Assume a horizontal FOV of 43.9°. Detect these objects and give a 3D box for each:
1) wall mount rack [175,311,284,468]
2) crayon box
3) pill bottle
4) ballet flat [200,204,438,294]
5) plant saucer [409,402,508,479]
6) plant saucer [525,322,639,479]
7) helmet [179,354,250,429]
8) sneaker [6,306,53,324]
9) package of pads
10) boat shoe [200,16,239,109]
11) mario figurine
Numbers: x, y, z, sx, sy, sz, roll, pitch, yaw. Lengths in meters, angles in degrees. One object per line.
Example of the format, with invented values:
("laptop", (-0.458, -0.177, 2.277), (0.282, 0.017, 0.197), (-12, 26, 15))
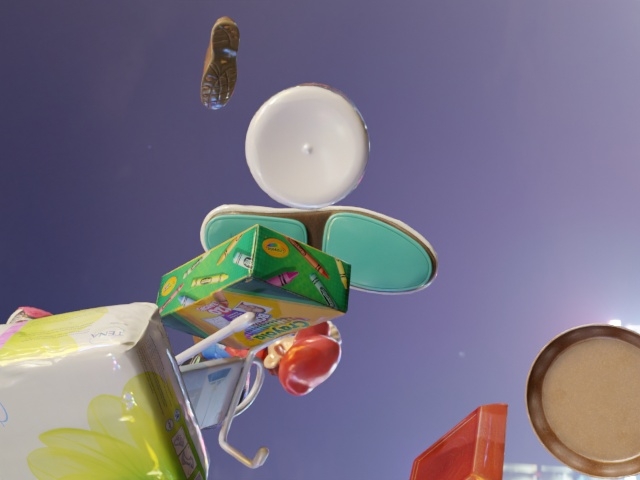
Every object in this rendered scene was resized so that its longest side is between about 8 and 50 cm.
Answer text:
("wall mount rack", (-0.132, 0.214, 1.173), (0.350, 0.130, 0.304), (0, -67, -60))
("crayon box", (-0.106, 0.078, 1.167), (0.165, 0.278, 0.081), (23, -121, -31))
("pill bottle", (-0.011, -0.118, 0.927), (0.246, 0.130, 0.131), (-86, -14, -78))
("ballet flat", (0.000, 0.000, 1.351), (0.139, 0.400, 0.139), (8, -90, -86))
("plant saucer", (0.241, 0.436, 1.488), (0.047, 0.258, 0.259), (40, -152, -4))
("plant saucer", (0.314, 0.177, 0.881), (0.029, 0.168, 0.169), (16, -108, -62))
("helmet", (-0.242, 0.326, 1.706), (0.162, 0.169, 0.169), (-59, -44, -44))
("sneaker", (-0.482, 0.250, 1.269), (0.112, 0.120, 0.299), (-66, -7, -77))
("package of pads", (-0.292, 0.195, 0.888), (0.101, 0.296, 0.229), (-73, -29, -64))
("boat shoe", (-0.187, -0.335, 1.498), (0.060, 0.064, 0.178), (-101, 22, -57))
("mario figurine", (-0.090, 0.173, 1.492), (0.198, 0.320, 0.170), (-43, -58, -37))
